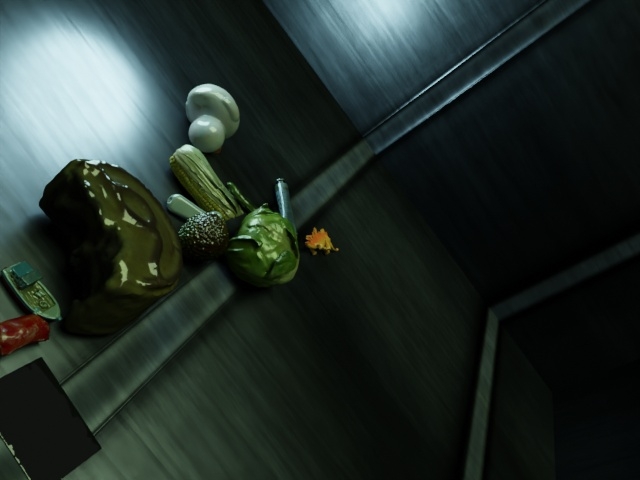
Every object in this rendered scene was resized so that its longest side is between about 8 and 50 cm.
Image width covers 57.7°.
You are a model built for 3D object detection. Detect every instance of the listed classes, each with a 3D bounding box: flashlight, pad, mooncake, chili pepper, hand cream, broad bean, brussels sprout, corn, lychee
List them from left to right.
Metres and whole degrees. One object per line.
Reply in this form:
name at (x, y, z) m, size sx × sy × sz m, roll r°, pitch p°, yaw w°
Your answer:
chili pepper at (-0.648, 0.201, 1.242) m, size 0.123 × 0.071 × 0.073 m, roll -26°, pitch 99°, yaw -63°
pad at (-0.584, 0.379, 1.216) m, size 0.245 × 0.006 × 0.170 m, roll 56°, pitch 30°, yaw 1°
mooncake at (-0.536, 0.005, 1.443) m, size 0.394 × 0.246 × 0.393 m, roll 49°, pitch 23°, yaw -19°
flashlight at (-0.411, -0.084, 1.896) m, size 0.200 × 0.093 × 0.047 m, roll 32°, pitch -1°, yaw -27°
lychee at (-0.369, -0.007, 1.799) m, size 0.171 × 0.171 × 0.171 m, roll 37°, pitch 34°, yaw -31°
corn at (-0.388, -0.185, 1.977) m, size 0.305 × 0.123 × 0.122 m, roll 53°, pitch 27°, yaw -8°
broad bean at (-0.271, -0.139, 2.199) m, size 0.227 × 0.039 × 0.069 m, roll 39°, pitch 39°, yaw -30°
brussels sprout at (-0.187, 0.030, 1.966) m, size 0.294 × 0.227 × 0.259 m, roll 40°, pitch 46°, yaw -41°
hand cream at (-0.144, -0.142, 2.381) m, size 0.088 × 0.055 × 0.255 m, roll 28°, pitch 41°, yaw -53°

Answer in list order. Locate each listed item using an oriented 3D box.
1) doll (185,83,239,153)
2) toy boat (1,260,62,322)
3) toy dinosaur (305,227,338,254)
doll at (-0.415, -0.441, 2.144) m, size 0.221 × 0.221 × 0.250 m, roll -78°, pitch 160°, yaw -53°
toy boat at (-0.653, 0.119, 1.323) m, size 0.172 × 0.059 × 0.069 m, roll 54°, pitch 29°, yaw -4°
toy dinosaur at (0.000, 0.000, 2.442) m, size 0.288 × 0.070 × 0.117 m, roll -1°, pitch 61°, yaw -62°
